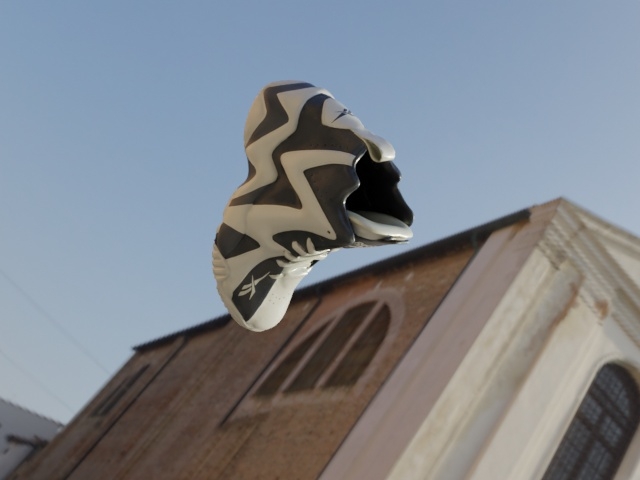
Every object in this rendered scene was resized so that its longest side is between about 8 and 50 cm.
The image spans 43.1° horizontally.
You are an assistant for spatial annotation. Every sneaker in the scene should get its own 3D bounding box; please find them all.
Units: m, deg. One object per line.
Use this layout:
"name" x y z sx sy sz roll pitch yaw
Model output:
"sneaker" 0.000 0.000 0.671 0.153 0.094 0.235 32 -65 33
